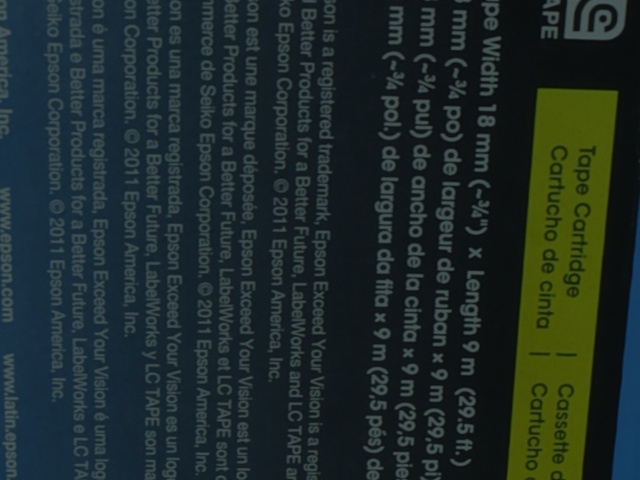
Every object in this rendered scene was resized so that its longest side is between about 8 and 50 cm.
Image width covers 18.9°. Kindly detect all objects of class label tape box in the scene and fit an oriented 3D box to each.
[{"bbox_3d":[0.000,0.000,0.650,0.106,0.334,0.240,-95,7,-69],"label":"label tape box"}]
